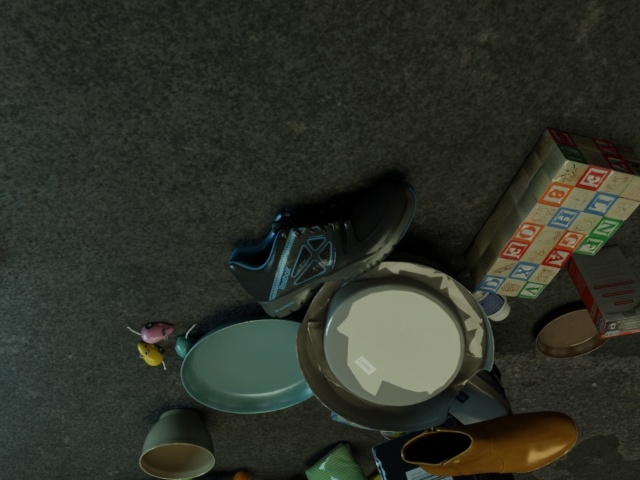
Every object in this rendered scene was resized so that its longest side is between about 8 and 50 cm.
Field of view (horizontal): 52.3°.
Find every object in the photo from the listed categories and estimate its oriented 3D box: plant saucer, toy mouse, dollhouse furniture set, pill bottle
[{"bbox_3d":[0.537,0.191,1.385,0.169,0.029,0.168,-4,135,-4],"label":"plant saucer"},{"bbox_3d":[-0.300,0.203,1.282,0.143,0.031,0.161,-25,132,16],"label":"toy mouse"},{"bbox_3d":[-0.015,0.675,1.610,0.301,0.197,0.151,-47,157,23],"label":"dollhouse furniture set"},{"bbox_3d":[0.313,0.106,1.246,0.067,0.067,0.120,-33,129,22],"label":"pill bottle"},{"bbox_3d":[-0.124,0.250,1.334,0.318,0.043,0.317,-6,135,-6],"label":"plant saucer"}]

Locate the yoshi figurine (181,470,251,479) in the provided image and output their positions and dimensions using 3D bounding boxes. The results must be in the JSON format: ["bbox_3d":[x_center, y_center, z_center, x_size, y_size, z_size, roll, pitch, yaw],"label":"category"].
[{"bbox_3d":[-0.359,0.687,1.684,0.363,0.203,0.203,-11,176,-16],"label":"yoshi figurine"}]

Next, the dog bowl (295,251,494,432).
[{"bbox_3d":[0.133,0.177,1.186,0.349,0.102,0.348,3,112,8],"label":"dog bowl"}]

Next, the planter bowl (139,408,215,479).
[{"bbox_3d":[-0.318,0.450,1.465,0.162,0.109,0.162,-4,133,-4],"label":"planter bowl"}]

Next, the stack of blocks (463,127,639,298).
[{"bbox_3d":[0.394,-0.031,1.110,0.171,0.087,0.297,10,132,-17],"label":"stack of blocks"}]

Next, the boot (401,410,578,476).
[{"bbox_3d":[0.310,0.371,1.184,0.295,0.104,0.211,-21,152,19],"label":"boot"}]

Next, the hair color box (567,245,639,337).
[{"bbox_3d":[0.528,0.091,1.190,0.093,0.167,0.053,-9,134,2],"label":"hair color box"}]

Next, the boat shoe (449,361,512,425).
[{"bbox_3d":[0.245,0.243,1.338,0.340,0.158,0.127,43,112,-10],"label":"boat shoe"}]

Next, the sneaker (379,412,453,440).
[{"bbox_3d":[0.226,0.429,1.544,0.186,0.069,0.084,-29,136,18],"label":"sneaker"}]

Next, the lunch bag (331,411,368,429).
[{"bbox_3d":[0.138,0.338,1.410,0.176,0.090,0.219,20,139,-26],"label":"lunch bag"}]

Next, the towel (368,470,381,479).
[{"bbox_3d":[0.201,0.629,1.772,0.102,0.021,0.237,13,130,-26],"label":"towel"}]

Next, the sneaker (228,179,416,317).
[{"bbox_3d":[0.000,0.000,1.065,0.341,0.125,0.140,-36,118,19],"label":"sneaker"}]

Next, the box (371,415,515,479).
[{"bbox_3d":[0.325,0.607,1.512,0.212,0.293,0.395,-28,146,18],"label":"box"}]
